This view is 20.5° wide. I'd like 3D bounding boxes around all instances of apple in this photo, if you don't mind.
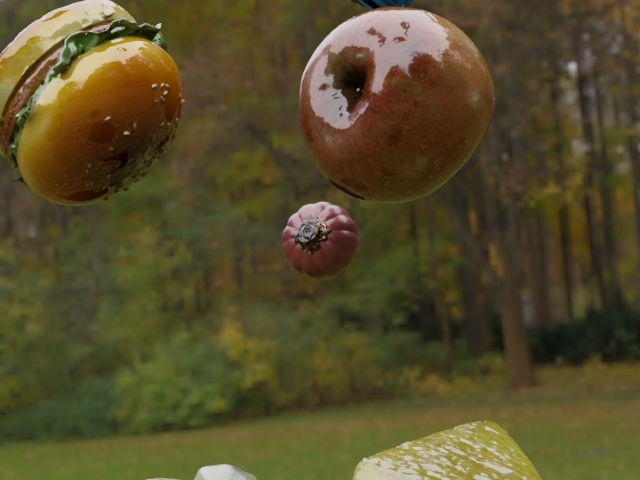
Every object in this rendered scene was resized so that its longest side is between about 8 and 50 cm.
[{"bbox_3d":[0.100,-0.168,2.252,0.253,0.254,0.253,-5,-4,0],"label":"apple"}]

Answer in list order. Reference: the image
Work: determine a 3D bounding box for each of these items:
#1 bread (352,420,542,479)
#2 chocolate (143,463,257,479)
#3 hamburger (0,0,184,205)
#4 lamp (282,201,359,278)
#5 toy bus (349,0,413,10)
[{"bbox_3d":[0.167,0.311,1.683,0.245,0.233,0.361,19,15,24],"label":"bread"},{"bbox_3d":[-0.180,0.489,2.560,0.314,0.297,0.326,14,20,-33],"label":"chocolate"},{"bbox_3d":[-0.259,-0.148,2.020,0.246,0.170,0.246,-37,-22,-18],"label":"hamburger"},{"bbox_3d":[0.000,0.000,2.414,0.107,0.108,0.092,-7,-18,21],"label":"lamp"},{"bbox_3d":[0.058,-0.398,2.442,0.113,0.134,0.246,32,15,-28],"label":"toy bus"}]
